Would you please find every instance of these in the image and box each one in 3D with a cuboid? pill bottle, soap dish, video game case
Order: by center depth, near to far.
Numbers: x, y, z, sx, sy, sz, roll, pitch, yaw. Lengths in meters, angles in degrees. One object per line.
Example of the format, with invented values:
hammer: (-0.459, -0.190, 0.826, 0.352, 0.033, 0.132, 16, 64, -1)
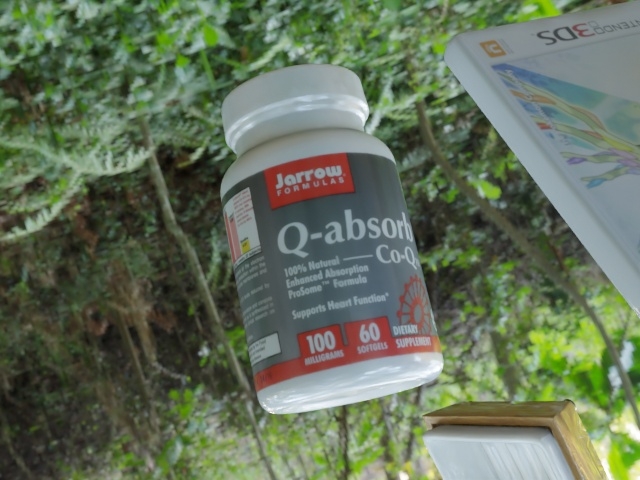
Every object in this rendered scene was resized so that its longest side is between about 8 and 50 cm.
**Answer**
video game case: (0.310, -0.080, 0.755, 0.300, 0.329, 0.036, -17, 151, -26)
pill bottle: (0.000, 0.000, 1.010, 0.210, 0.362, 0.210, -12, 166, -3)
soap dish: (0.326, 0.368, 1.447, 0.118, 0.228, 0.291, -36, -167, -35)
